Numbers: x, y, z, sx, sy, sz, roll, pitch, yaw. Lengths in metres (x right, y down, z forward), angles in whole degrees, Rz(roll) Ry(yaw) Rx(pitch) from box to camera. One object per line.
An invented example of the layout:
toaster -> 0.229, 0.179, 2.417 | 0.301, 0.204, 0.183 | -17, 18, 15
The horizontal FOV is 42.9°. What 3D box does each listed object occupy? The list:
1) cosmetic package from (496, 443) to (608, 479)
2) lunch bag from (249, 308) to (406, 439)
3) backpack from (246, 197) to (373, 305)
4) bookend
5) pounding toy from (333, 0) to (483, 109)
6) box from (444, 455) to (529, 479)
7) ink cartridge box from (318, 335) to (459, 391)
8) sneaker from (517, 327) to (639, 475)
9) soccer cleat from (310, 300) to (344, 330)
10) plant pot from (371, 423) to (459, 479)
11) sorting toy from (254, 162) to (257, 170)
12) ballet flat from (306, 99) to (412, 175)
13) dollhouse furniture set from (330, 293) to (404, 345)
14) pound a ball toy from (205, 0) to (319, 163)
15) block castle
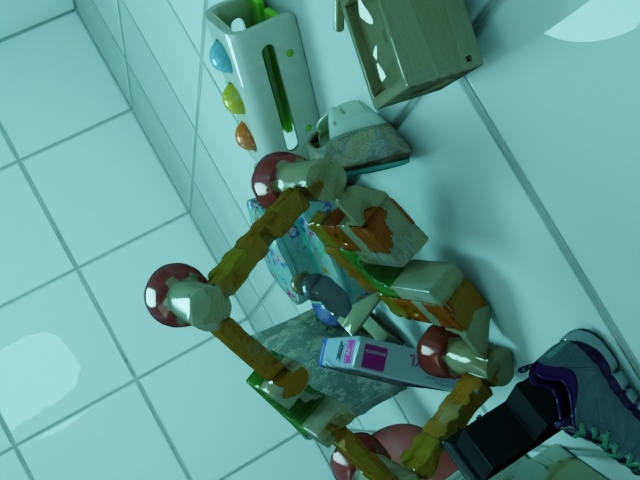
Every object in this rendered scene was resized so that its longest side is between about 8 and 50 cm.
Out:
cosmetic package -> 0.339, 0.395, 0.993 | 0.309, 0.160, 0.113 | 30, 145, 62
lunch bag -> 0.017, 0.286, 1.730 | 0.287, 0.235, 0.168 | 46, 153, 49
backpack -> 0.000, 0.000, 1.393 | 0.253, 0.191, 0.225 | 37, 151, 48
bookend -> 0.241, 0.219, 1.003 | 0.072, 0.157, 0.156 | 55, 165, 24
pounding toy -> 0.076, -0.253, 0.852 | 0.181, 0.094, 0.206 | 174, 77, -80
box -> 0.324, 0.459, 1.189 | 0.311, 0.148, 0.121 | 48, 161, 47
ink cartridge box -> 0.109, 0.214, 1.416 | 0.311, 0.186, 0.065 | 156, 128, -77
sneaker -> 0.308, 0.207, 0.869 | 0.223, 0.098, 0.083 | 55, 164, 24
soccer cleat -> -0.002, 0.079, 1.766 | 0.289, 0.093, 0.121 | 50, 132, 51
plant pot -> 0.182, 0.499, 1.560 | 0.243, 0.275, 0.274 | -129, 16, -64
sorting toy -> -0.135, -0.136, 1.916 | 0.083, 0.012, 0.062 | 60, 161, 18
ballet flat -> 0.038, -0.140, 1.159 | 0.316, 0.108, 0.106 | 178, 78, -73
dollhouse furniture set -> 0.109, 0.116, 1.522 | 0.151, 0.123, 0.144 | 29, -171, -38
pound a ball toy -> -0.115, -0.256, 1.386 | 0.208, 0.136, 0.319 | 47, 159, 44
block castle -> 0.019, 0.117, 1.113 | 0.453, 0.303, 0.213 | 46, 164, -20
